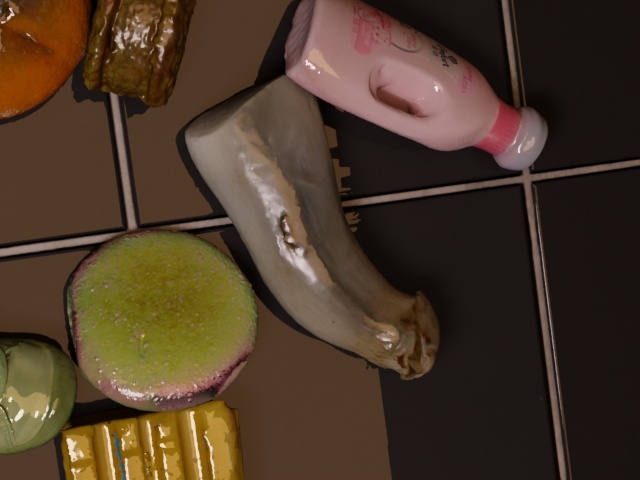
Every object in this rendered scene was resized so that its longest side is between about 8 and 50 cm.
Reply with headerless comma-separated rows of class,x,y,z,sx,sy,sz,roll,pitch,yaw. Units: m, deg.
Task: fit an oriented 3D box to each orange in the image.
orange,-0.360,-0.244,1.663,0.224,0.170,0.224,0,91,-12

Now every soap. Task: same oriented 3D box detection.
soap,-0.184,0.353,1.761,0.204,0.096,0.324,-8,94,-13

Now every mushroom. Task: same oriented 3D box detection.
mushroom,0.001,0.001,1.786,0.177,0.126,0.397,-29,95,-20

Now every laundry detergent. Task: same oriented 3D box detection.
laundry detergent,0.119,-0.181,1.808,0.335,0.088,0.159,25,52,-20

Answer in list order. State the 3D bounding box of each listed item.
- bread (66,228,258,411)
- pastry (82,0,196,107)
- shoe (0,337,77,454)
bread,-0.183,0.088,1.743,0.228,0.033,0.228,4,68,-9
pastry,-0.198,-0.242,1.695,0.103,0.189,0.188,14,88,-5
shoe,-0.405,0.171,1.670,0.262,0.128,0.140,6,87,3
